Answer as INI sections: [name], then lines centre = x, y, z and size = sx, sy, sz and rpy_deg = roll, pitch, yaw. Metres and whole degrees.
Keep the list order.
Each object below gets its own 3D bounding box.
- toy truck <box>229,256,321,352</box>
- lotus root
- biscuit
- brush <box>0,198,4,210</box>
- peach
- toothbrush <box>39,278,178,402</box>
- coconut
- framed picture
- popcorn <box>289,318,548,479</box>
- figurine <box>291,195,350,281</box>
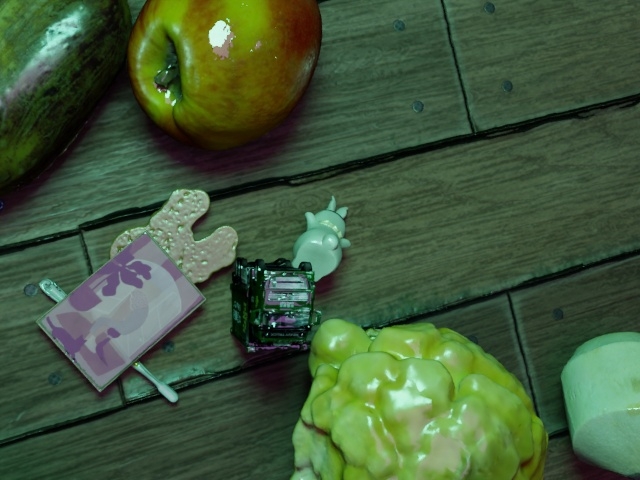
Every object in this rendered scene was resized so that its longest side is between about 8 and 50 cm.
[toy truck]
centre = -0.071, 0.084, 1.003
size = 0.088, 0.259, 0.121
rpy_deg = 1, 90, -14
[lotus root]
centre = -0.387, -0.227, 0.964
size = 0.195, 0.179, 0.398
rpy_deg = 39, 81, -13
[biscuit]
centre = -0.236, 0.034, 1.076
size = 0.236, 0.040, 0.144
rpy_deg = -40, 92, -6
[brush]
centre = -0.527, -0.065, 1.015
size = 0.164, 0.014, 0.051
rpy_deg = 12, 89, -15
[peach]
centre = -0.122, -0.255, 1.006
size = 0.238, 0.281, 0.281
rpy_deg = 26, 82, 26
[toothbrush]
centre = -0.307, 0.147, 1.064
size = 0.263, 0.026, 0.022
rpy_deg = 45, 74, -10
[coconut]
centre = 0.498, 0.273, 1.159
size = 0.241, 0.241, 0.242
rpy_deg = 0, 90, -14
[framed picture]
centre = -0.284, 0.100, 1.047
size = 0.201, 0.010, 0.136
rpy_deg = -41, 97, -8
[popcorn]
centre = 0.137, 0.295, 1.015
size = 0.390, 0.354, 0.344
rpy_deg = 30, 74, -15
[figurine]
centre = -0.008, -0.005, 1.110
size = 0.098, 0.146, 0.081
rpy_deg = -27, 112, 19
